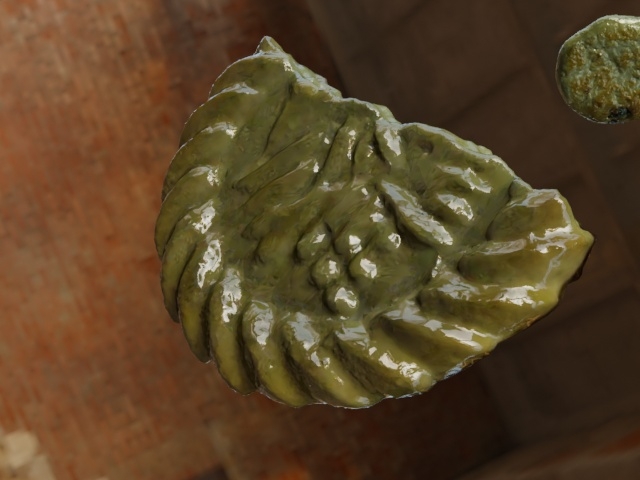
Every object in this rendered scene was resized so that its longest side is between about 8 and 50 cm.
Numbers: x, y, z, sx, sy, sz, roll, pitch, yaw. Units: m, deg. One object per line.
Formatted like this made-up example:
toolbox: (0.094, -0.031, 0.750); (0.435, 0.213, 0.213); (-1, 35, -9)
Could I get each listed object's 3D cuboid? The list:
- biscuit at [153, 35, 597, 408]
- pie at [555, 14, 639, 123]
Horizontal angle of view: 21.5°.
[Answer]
biscuit: (0.000, 0.000, 0.914); (0.273, 0.187, 0.036); (29, -12, 37)
pie: (0.196, -0.114, 1.121); (0.017, 0.085, 0.085); (-104, -177, -59)
